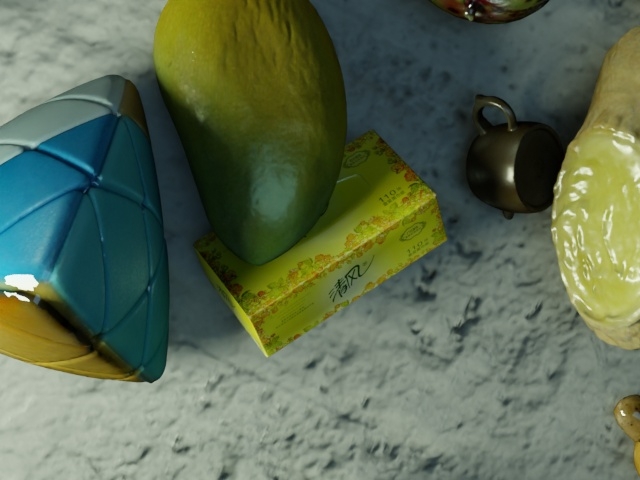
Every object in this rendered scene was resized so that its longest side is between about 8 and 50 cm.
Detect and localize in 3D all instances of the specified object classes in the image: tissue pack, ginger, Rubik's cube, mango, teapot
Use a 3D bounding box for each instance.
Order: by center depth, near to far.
[{"bbox_3d":[-0.167,-0.002,0.970,0.255,0.254,0.254,-1,94,-14],"label":"Rubik's cube"},{"bbox_3d":[-0.046,-0.105,0.991,0.137,0.091,0.237,-20,80,-5],"label":"mango"},{"bbox_3d":[0.000,0.000,1.023,0.176,0.095,0.062,-32,142,-10],"label":"tissue pack"},{"bbox_3d":[0.152,-0.067,1.077,0.076,0.068,0.121,-44,124,-34],"label":"teapot"},{"bbox_3d":[0.290,-0.042,1.087,0.221,0.130,0.275,-23,117,-44],"label":"ginger"}]

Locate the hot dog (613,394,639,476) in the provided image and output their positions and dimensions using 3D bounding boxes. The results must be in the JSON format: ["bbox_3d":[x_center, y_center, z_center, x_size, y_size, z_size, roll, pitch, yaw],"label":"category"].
[{"bbox_3d":[0.319,0.188,1.147,0.140,0.060,0.089,25,84,-21],"label":"hot dog"}]

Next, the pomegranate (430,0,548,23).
[{"bbox_3d":[0.148,-0.252,1.029,0.148,0.148,0.169,42,85,-13],"label":"pomegranate"}]
